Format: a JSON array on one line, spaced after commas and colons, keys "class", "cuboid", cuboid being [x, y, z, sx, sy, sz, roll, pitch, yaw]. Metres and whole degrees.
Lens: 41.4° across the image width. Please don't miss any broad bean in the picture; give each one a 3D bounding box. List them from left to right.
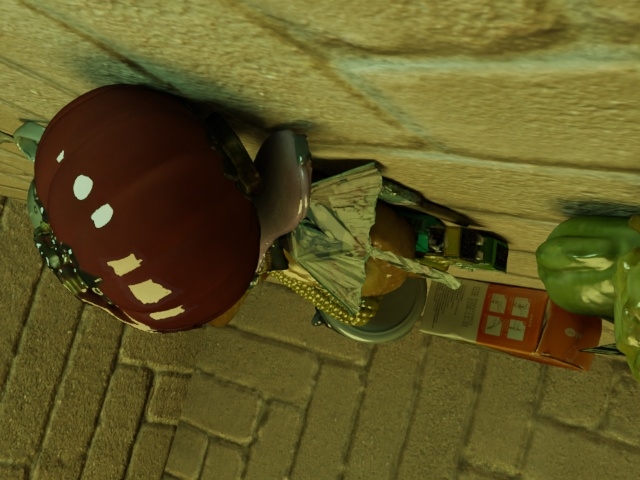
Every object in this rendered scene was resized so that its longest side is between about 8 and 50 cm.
[{"class": "broad bean", "cuboid": [0.399, 0.047, 0.992, 0.291, 0.119, 0.238, 11, 163, 14]}]

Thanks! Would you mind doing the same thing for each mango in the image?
[{"class": "mango", "cuboid": [0.181, 0.036, 1.505, 0.101, 0.066, 0.187, 8, -179, 2]}]

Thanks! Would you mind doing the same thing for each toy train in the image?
[{"class": "toy train", "cuboid": [0.226, 0.015, 1.291, 0.081, 0.060, 0.202, 2, 173, 32]}]

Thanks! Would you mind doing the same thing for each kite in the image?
[{"class": "kite", "cuboid": [0.045, 0.005, 1.167, 0.314, 0.011, 0.335, 18, 143, 9]}]

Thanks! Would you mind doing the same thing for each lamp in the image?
[{"class": "lamp", "cuboid": [-0.199, -0.039, 0.999, 0.303, 0.257, 0.303, 55, 175, 7]}]

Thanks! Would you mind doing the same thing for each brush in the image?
[{"class": "brush", "cuboid": [0.140, -0.051, 1.188, 0.196, 0.021, 0.070, 17, 172, -32]}]

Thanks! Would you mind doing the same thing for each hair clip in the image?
[{"class": "hair clip", "cuboid": [-0.064, -0.037, 1.094, 0.096, 0.110, 0.358, 21, 151, 0]}]

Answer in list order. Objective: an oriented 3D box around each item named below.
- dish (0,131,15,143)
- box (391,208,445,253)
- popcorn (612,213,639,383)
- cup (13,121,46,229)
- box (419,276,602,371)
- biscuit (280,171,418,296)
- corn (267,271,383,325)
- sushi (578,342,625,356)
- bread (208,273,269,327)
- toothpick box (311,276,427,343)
[{"class": "dish", "cuboid": [-0.725, -0.194, 1.648, 0.236, 0.086, 0.228, 15, 173, 10]}, {"class": "box", "cuboid": [0.097, -0.023, 1.388, 0.226, 0.042, 0.161, 12, 171, 25]}, {"class": "popcorn", "cuboid": [0.382, 0.066, 0.772, 0.233, 0.192, 0.266, -18, 115, 50]}, {"class": "cup", "cuboid": [-0.413, -0.106, 1.442, 0.258, 0.186, 0.234, 46, 155, -14]}, {"class": "box", "cuboid": [0.430, 0.186, 1.923, 0.225, 0.143, 0.341, 21, 170, -40]}, {"class": "biscuit", "cuboid": [0.000, 0.000, 1.301, 0.296, 0.102, 0.296, 19, 156, 9]}, {"class": "corn", "cuboid": [-0.041, 0.022, 1.509, 0.344, 0.131, 0.131, 33, 171, -4]}, {"class": "sushi", "cuboid": [0.717, 0.194, 1.639, 0.343, 0.064, 0.359, 7, 168, 1]}, {"class": "bread", "cuboid": [-0.304, 0.035, 1.875, 0.398, 0.215, 0.398, 30, 173, 4]}, {"class": "toothpick box", "cuboid": [0.081, 0.110, 1.736, 0.229, 0.229, 0.316, 16, 174, -2]}]
